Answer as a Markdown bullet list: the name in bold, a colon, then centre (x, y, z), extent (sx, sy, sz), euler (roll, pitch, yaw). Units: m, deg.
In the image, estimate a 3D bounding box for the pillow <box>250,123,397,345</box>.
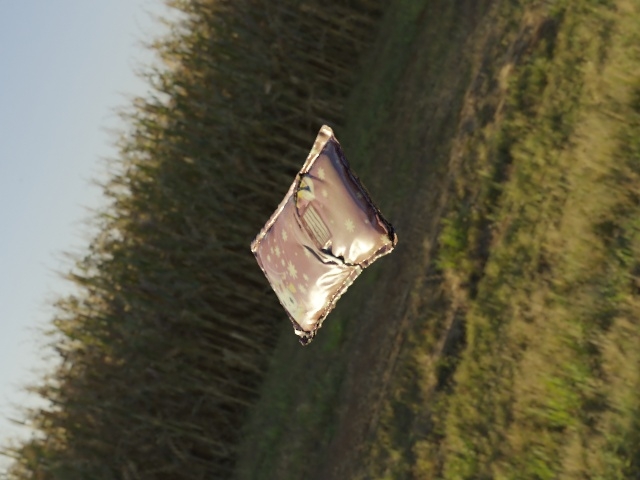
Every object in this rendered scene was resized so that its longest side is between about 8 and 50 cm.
- **pillow**: centre (0.000, 0.000, 0.787), extent (0.043, 0.118, 0.185), euler (-19, -21, -36)
